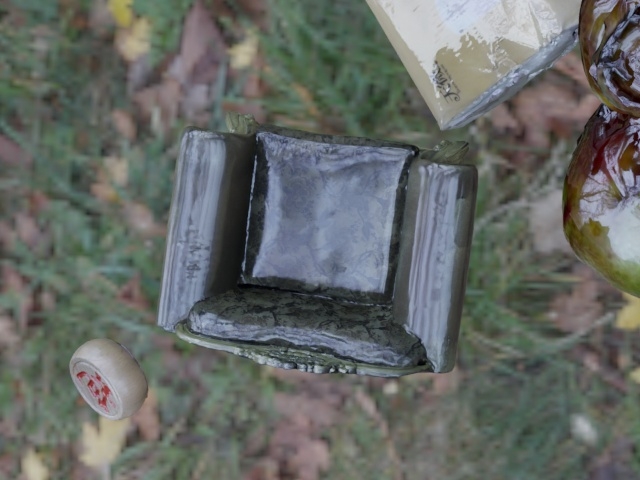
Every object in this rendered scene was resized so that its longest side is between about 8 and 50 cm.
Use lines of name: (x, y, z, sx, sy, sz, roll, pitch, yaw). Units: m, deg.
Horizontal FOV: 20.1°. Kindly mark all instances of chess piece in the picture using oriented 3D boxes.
chess piece: (-0.204, 0.134, 1.741, 0.084, 0.038, 0.083, 29, 140, 28)

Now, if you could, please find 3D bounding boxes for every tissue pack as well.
tissue pack: (0.132, -0.236, 1.637, 0.186, 0.090, 0.222, -37, 76, 41)

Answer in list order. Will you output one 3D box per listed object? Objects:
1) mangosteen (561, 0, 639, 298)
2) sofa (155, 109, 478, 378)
mangosteen: (0.380, -0.100, 1.263, 0.381, 0.421, 0.381, 40, 148, 31)
sofa: (0.000, 0.000, 1.529, 0.258, 0.182, 0.200, 9, 95, 9)
